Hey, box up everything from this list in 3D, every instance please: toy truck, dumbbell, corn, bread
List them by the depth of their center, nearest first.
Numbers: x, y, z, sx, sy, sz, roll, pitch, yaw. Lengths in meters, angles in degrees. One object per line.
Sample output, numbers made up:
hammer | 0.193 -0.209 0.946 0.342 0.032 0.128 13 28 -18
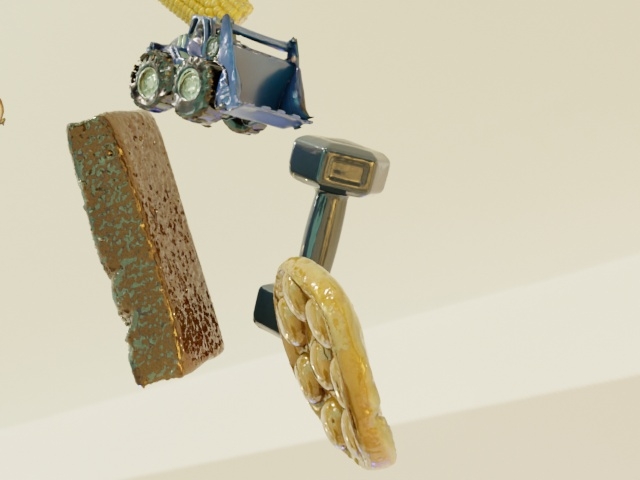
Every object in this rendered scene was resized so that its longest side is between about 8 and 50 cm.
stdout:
bread | 0.006 0.058 0.455 0.110 0.024 0.110 160 -90 -74
toy truck | -0.107 -0.188 1.083 0.208 0.113 0.126 17 -84 40
corn | -0.197 -0.352 1.251 0.248 0.081 0.081 40 -53 5
bread | -0.271 0.004 1.472 0.113 0.165 0.416 -15 -89 17
dumbbell | 0.000 0.000 1.498 0.160 0.144 0.325 22 -78 46

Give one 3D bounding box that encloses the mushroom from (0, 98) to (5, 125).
mushroom | -0.255 -0.068 0.646 0.019 0.101 0.049 20 -43 37
